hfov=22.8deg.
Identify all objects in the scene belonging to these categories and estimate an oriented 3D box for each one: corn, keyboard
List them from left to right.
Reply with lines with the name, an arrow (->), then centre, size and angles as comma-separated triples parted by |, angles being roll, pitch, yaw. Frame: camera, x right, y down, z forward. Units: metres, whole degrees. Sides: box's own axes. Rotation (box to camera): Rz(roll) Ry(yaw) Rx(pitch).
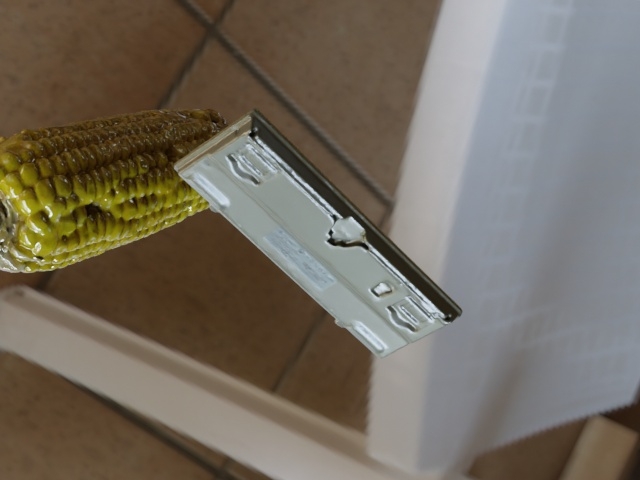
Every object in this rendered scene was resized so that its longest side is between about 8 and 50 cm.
corn -> -0.148, -0.039, 1.085 | 0.261, 0.097, 0.097 | -20, 121, -49
keyboard -> 0.000, 0.000, 0.658 | 0.129, 0.049, 0.015 | 43, 40, -22
